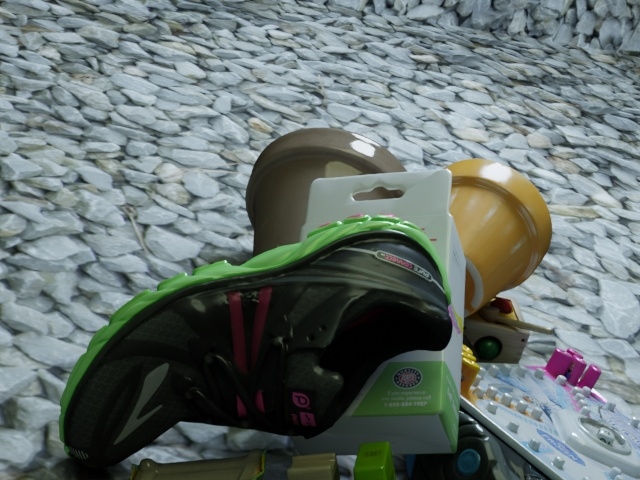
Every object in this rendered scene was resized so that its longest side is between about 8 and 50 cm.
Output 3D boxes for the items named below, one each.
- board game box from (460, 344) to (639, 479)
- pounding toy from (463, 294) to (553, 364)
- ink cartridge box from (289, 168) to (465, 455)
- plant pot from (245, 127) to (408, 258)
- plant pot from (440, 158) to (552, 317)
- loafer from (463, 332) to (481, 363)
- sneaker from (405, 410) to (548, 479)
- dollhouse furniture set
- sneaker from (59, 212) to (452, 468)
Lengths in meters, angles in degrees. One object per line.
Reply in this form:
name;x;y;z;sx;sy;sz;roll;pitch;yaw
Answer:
board game box;0.378;0.259;1.721;0.390;0.050;0.390;37;18;36
pounding toy;0.261;0.130;1.947;0.130;0.100;0.141;12;26;-11
ink cartridge box;0.074;0.088;1.631;0.207;0.119;0.353;-3;56;16
plant pot;0.000;0.000;1.922;0.263;0.263;0.229;17;43;-1
plant pot;0.212;0.013;1.877;0.205;0.205;0.188;25;39;14
loafer;0.109;0.167;1.779;0.302;0.109;0.095;-3;36;-41
sneaker;0.231;0.329;1.552;0.139;0.125;0.341;30;8;-45
dollhouse furniture set;-0.069;0.328;1.382;0.301;0.151;0.197;-6;12;9
sneaker;-0.070;0.133;1.447;0.483;0.185;0.202;-26;53;-4
